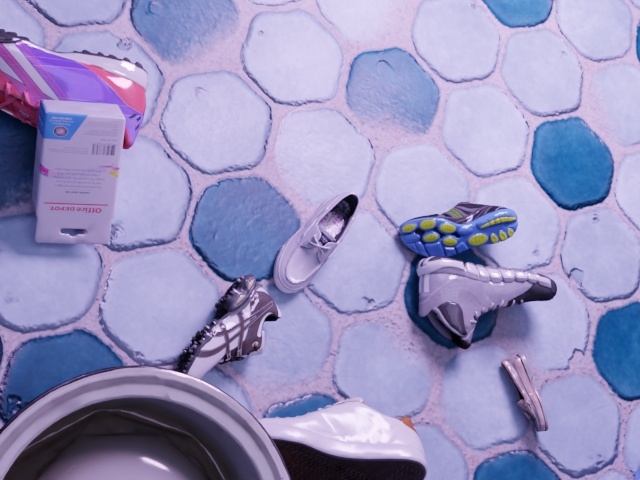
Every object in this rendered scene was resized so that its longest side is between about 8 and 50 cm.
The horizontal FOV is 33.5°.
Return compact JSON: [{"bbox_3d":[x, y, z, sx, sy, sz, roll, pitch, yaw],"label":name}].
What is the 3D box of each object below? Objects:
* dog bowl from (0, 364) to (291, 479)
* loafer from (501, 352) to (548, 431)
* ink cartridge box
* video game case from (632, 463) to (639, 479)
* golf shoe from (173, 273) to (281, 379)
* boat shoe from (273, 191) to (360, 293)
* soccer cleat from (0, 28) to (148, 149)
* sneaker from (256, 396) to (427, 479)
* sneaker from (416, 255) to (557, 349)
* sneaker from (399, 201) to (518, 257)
[{"bbox_3d":[-0.239,0.364,1.297,0.408,0.150,0.408,6,74,-21],"label":"dog bowl"},{"bbox_3d":[0.315,0.239,1.649,0.039,0.045,0.125,-14,75,-9],"label":"loafer"},{"bbox_3d":[-0.324,-0.089,1.411,0.104,0.061,0.181,2,113,-23],"label":"ink cartridge box"},{"bbox_3d":[0.573,0.494,1.678,0.244,0.061,0.269,39,64,-10],"label":"video game case"},{"bbox_3d":[-0.125,0.142,1.456,0.094,0.077,0.198,40,65,-9],"label":"golf shoe"},{"bbox_3d":[0.000,0.000,1.557,0.066,0.063,0.184,47,63,-6],"label":"boat shoe"},{"bbox_3d":[-0.388,-0.203,1.420,0.318,0.108,0.116,8,77,-24],"label":"soccer cleat"},{"bbox_3d":[-0.001,0.276,1.481,0.290,0.106,0.123,10,37,-13],"label":"sneaker"},{"bbox_3d":[0.251,0.106,1.638,0.228,0.086,0.132,9,77,-11],"label":"sneaker"},{"bbox_3d":[0.212,-0.019,1.660,0.188,0.078,0.067,-10,109,-11],"label":"sneaker"}]
